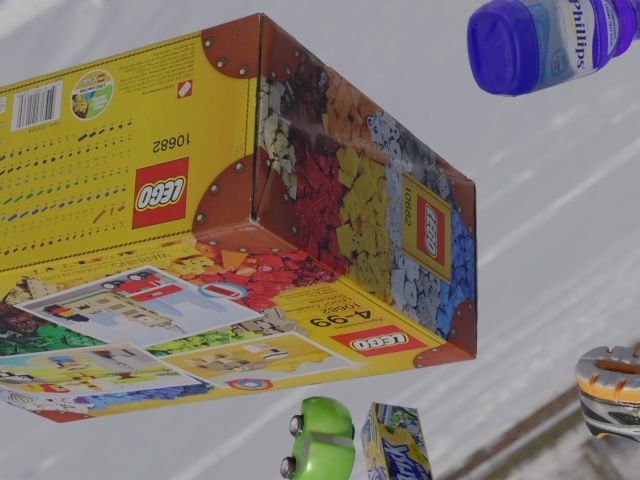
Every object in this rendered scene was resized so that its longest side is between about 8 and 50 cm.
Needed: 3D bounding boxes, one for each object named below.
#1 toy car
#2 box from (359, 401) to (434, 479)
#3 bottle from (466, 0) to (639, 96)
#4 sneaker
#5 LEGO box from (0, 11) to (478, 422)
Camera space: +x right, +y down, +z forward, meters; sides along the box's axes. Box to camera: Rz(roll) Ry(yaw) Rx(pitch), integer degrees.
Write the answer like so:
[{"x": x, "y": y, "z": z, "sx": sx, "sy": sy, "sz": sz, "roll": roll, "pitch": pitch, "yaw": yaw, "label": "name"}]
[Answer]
[{"x": -0.010, "y": 0.259, "z": 1.565, "sx": 0.239, "sy": 0.225, "sz": 0.053, "roll": 13, "pitch": 175, "yaw": -23, "label": "toy car"}, {"x": 0.088, "y": 0.259, "z": 1.890, "sx": 0.169, "sy": 0.059, "sz": 0.054, "roll": -101, "pitch": -155, "yaw": -56, "label": "box"}, {"x": 0.302, "y": -0.254, "z": 2.029, "sx": 0.283, "sy": 0.118, "sz": 0.092, "roll": -18, "pitch": -164, "yaw": -38, "label": "bottle"}, {"x": 0.340, "y": 0.157, "z": 1.531, "sx": 0.084, "sy": 0.215, "sz": 0.083, "roll": -53, "pitch": 148, "yaw": -49, "label": "sneaker"}, {"x": -0.160, "y": 0.006, "z": 1.542, "sx": 0.500, "sy": 0.193, "sz": 0.372, "roll": -12, "pitch": 154, "yaw": 30, "label": "LEGO box"}]
